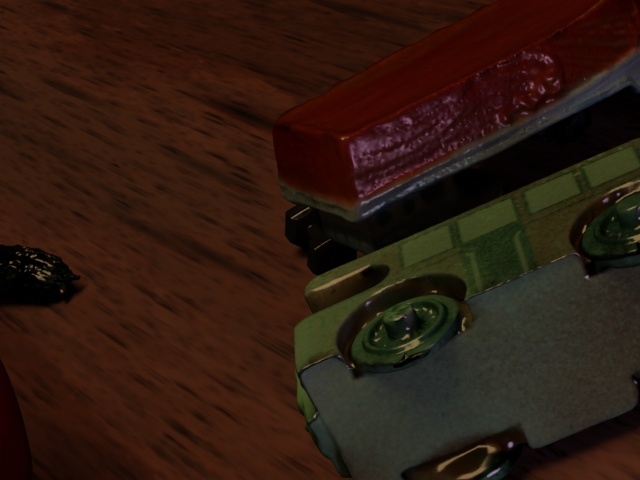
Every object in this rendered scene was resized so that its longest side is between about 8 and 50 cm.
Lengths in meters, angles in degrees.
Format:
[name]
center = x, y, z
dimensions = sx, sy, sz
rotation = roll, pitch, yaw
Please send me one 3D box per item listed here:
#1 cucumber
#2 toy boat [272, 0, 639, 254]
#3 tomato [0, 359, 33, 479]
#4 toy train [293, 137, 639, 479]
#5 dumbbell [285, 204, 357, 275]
[cucumber]
center = -0.277, 0.027, 1.524
dimensions = 0.181, 0.053, 0.053
rotation = 1, 41, 36
[toy boat]
center = 0.133, -0.087, 1.290
dimensions = 0.332, 0.133, 0.145
rotation = -29, 23, -23
[tomato]
center = -0.303, 0.163, 1.147
dimensions = 0.226, 0.299, 0.298
rotation = 16, 36, -4
[toy train]
center = 0.140, 0.043, 1.071
dimensions = 0.326, 0.129, 0.159
rotation = -24, 24, 9
[dumbbell]
center = 0.000, 0.000, 1.340
dimensions = 0.036, 0.040, 0.083
rotation = -58, 27, 12
